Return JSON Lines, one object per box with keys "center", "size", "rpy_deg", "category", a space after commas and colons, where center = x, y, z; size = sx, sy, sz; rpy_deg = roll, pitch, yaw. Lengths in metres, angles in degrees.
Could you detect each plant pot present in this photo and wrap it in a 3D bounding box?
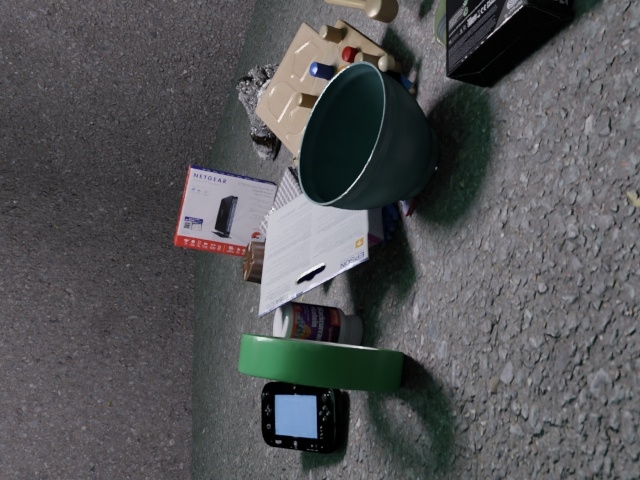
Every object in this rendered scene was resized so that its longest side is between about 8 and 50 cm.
{"center": [-0.152, 0.077, 2.035], "size": [0.167, 0.165, 0.167], "rpy_deg": [-171, 90, -71], "category": "plant pot"}
{"center": [0.114, -0.187, 1.319], "size": [0.293, 0.196, 0.293], "rpy_deg": [-33, 49, 48], "category": "plant pot"}

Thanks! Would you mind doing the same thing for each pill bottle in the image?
{"center": [-0.004, 0.203, 1.508], "size": [0.108, 0.193, 0.108], "rpy_deg": [-171, 90, -70], "category": "pill bottle"}

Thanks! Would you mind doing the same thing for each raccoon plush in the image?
{"center": [-0.134, -0.424, 2.332], "size": [0.446, 0.216, 0.299], "rpy_deg": [76, 167, -47], "category": "raccoon plush"}

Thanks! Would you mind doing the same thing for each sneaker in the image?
{"center": [0.260, -0.404, 1.264], "size": [0.086, 0.064, 0.192], "rpy_deg": [117, 156, -58], "category": "sneaker"}

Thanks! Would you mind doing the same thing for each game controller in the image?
{"center": [-0.053, 0.437, 1.620], "size": [0.319, 0.067, 0.166], "rpy_deg": [-16, 63, 51], "category": "game controller"}

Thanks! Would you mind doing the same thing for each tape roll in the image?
{"center": [0.001, 0.239, 1.282], "size": [0.321, 0.321, 0.077], "rpy_deg": [165, 112, -69], "category": "tape roll"}

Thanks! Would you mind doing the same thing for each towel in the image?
{"center": [-0.053, -0.046, 1.801], "size": [0.284, 0.121, 0.235], "rpy_deg": [57, 137, 42], "category": "towel"}

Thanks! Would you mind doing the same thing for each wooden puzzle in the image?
{"center": [-0.041, -0.450, 1.961], "size": [0.322, 0.080, 0.348], "rpy_deg": [-57, 43, 20], "category": "wooden puzzle"}

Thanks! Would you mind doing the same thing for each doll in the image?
{"center": [0.148, -0.320, 1.452], "size": [0.046, 0.129, 0.189], "rpy_deg": [-49, -42, -88], "category": "doll"}

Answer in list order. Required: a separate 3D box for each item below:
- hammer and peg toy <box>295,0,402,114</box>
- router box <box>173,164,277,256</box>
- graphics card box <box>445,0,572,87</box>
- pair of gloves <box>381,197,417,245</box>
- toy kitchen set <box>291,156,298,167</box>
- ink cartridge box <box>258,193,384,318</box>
{"center": [0.081, -0.435, 1.594], "size": [0.266, 0.127, 0.361], "rpy_deg": [51, 127, 44], "category": "hammer and peg toy"}
{"center": [-0.362, -0.104, 2.460], "size": [0.082, 0.335, 0.301], "rpy_deg": [-132, 54, -67], "category": "router box"}
{"center": [0.308, -0.481, 1.106], "size": [0.233, 0.094, 0.371], "rpy_deg": [143, 134, -63], "category": "graphics card box"}
{"center": [0.163, -0.093, 1.439], "size": [0.198, 0.023, 0.159], "rpy_deg": [118, 154, -43], "category": "pair of gloves"}
{"center": [-0.036, -0.236, 2.076], "size": [0.068, 0.075, 0.083], "rpy_deg": [4, 123, 35], "category": "toy kitchen set"}
{"center": [0.000, 0.000, 1.503], "size": [0.324, 0.071, 0.330], "rpy_deg": [-30, 41, 30], "category": "ink cartridge box"}
